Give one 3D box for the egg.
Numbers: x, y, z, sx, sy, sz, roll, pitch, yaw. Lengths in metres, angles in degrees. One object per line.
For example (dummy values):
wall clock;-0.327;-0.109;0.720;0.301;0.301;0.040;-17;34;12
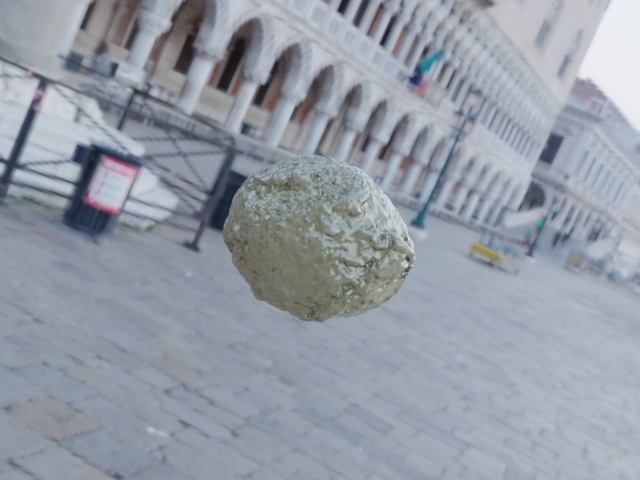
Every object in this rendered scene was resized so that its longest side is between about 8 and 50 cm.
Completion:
egg;0.000;0.000;0.688;0.140;0.116;0.118;18;-19;11
